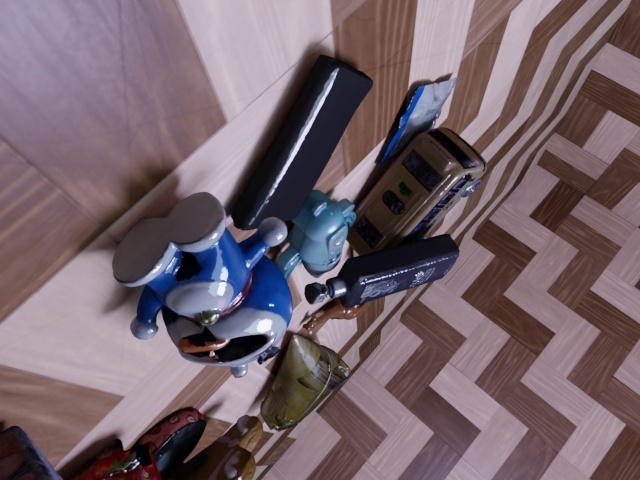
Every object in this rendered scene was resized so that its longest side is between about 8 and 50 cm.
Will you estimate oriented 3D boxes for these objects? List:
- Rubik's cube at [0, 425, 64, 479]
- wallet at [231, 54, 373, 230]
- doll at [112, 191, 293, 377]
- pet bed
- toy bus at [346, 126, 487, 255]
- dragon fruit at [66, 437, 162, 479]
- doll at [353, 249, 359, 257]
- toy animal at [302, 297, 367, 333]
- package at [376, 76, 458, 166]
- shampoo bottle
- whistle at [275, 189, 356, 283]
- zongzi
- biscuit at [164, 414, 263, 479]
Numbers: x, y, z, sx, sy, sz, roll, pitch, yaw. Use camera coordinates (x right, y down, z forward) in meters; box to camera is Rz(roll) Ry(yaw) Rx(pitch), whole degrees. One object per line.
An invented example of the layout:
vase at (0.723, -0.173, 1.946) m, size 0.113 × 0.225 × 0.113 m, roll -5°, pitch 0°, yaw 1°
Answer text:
Rubik's cube at (-0.311, 0.457, 0.453) m, size 0.345 × 0.344 × 0.337 m, roll -35°, pitch 127°, yaw -30°
wallet at (-0.023, -0.118, 0.657) m, size 0.250 × 0.044 × 0.149 m, roll -59°, pitch 163°, yaw 21°
doll at (-0.121, 0.060, 0.588) m, size 0.215 × 0.161 × 0.256 m, roll -22°, pitch 147°, yaw 3°
pet bed at (-0.307, 0.416, 0.982) m, size 0.201 × 0.053 × 0.201 m, roll -42°, pitch 160°, yaw -20°
toy bus at (0.178, -0.082, 0.986) m, size 0.289 × 0.139 × 0.157 m, roll -50°, pitch 159°, yaw 29°
dragon fruit at (-0.336, 0.407, 0.775) m, size 0.172 × 0.166 × 0.160 m, roll -19°, pitch 133°, yaw -20°
doll at (0.130, 0.046, 1.191) m, size 0.110 × 0.106 × 0.180 m, roll -25°, pitch 156°, yaw -10°
toy animal at (0.055, 0.179, 1.334) m, size 0.230 × 0.066 × 0.224 m, roll -42°, pitch 159°, yaw -11°
package at (0.186, -0.225, 0.947) m, size 0.173 × 0.027 × 0.171 m, roll -26°, pitch 152°, yaw -46°
shampoo bottle at (0.112, 0.062, 0.931) m, size 0.310 × 0.071 × 0.098 m, roll -13°, pitch 152°, yaw -25°
whistle at (0.000, 0.000, 0.855) m, size 0.186 × 0.093 × 0.274 m, roll -42°, pitch 163°, yaw -16°
zongzi at (-0.091, 0.372, 1.307) m, size 0.274 × 0.145 × 0.300 m, roll -45°, pitch 144°, yaw 1°
biscuit at (-0.312, 0.525, 1.015) m, size 0.432 × 0.064 × 0.283 m, roll -34°, pitch -171°, yaw 3°
